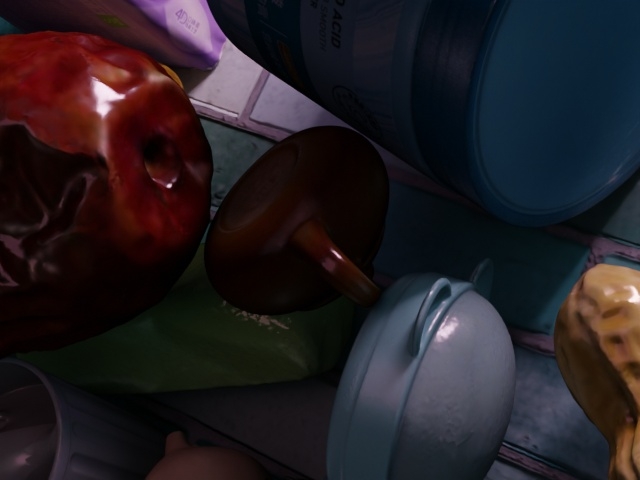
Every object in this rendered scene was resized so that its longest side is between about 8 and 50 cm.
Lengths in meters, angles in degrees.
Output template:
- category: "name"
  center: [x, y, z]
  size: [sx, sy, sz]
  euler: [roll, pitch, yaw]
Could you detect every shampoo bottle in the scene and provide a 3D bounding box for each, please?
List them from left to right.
- category: "shampoo bottle"
  center: [0.118, -0.233, 1.234]
  size: [0.343, 0.331, 0.331]
  euler: [36, 92, 37]

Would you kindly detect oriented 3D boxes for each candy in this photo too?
- category: "candy"
  center: [-0.136, 0.072, 1.394]
  size: [0.343, 0.142, 0.132]
  euler: [-6, 103, 28]

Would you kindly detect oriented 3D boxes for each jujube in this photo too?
- category: "jujube"
  center: [-0.279, -0.035, 1.261]
  size: [0.377, 0.276, 0.276]
  euler: [-13, 65, 27]

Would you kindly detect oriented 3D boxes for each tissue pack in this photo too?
- category: "tissue pack"
  center: [-0.256, -0.308, 1.482]
  size: [0.242, 0.338, 0.160]
  euler: [12, 78, 28]

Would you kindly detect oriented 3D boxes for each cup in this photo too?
- category: "cup"
  center: [-0.245, 0.237, 1.340]
  size: [0.167, 0.202, 0.221]
  euler: [-12, 66, 26]

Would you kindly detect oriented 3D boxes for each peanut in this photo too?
- category: "peanut"
  center: [0.273, 0.151, 1.102]
  size: [0.147, 0.147, 0.305]
  euler: [-27, 58, 19]

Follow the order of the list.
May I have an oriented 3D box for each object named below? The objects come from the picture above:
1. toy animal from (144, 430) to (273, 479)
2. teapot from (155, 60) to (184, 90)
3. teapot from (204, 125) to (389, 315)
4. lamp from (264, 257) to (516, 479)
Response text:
- category: "toy animal"
  center: [-0.088, 0.280, 1.251]
  size: [0.149, 0.165, 0.248]
  euler: [-37, 58, 17]
- category: "teapot"
  center: [-0.237, -0.095, 1.504]
  size: [0.203, 0.167, 0.311]
  euler: [-14, 30, -19]
- category: "teapot"
  center: [0.000, 0.000, 1.202]
  size: [0.178, 0.135, 0.252]
  euler: [-51, 24, 4]
- category: "lamp"
  center: [0.070, 0.154, 1.191]
  size: [0.147, 0.209, 0.284]
  euler: [37, 109, 17]
